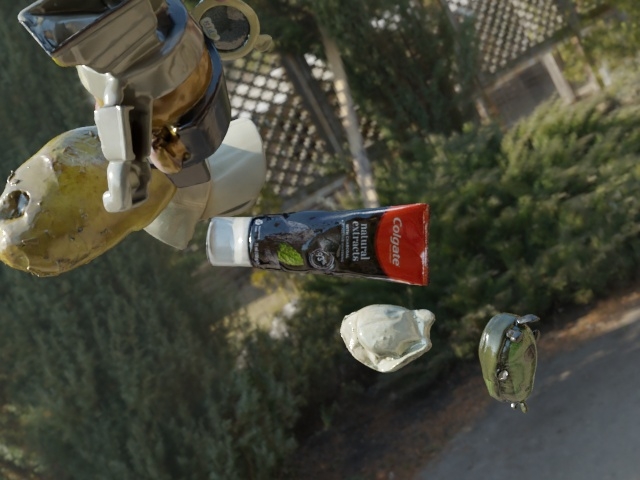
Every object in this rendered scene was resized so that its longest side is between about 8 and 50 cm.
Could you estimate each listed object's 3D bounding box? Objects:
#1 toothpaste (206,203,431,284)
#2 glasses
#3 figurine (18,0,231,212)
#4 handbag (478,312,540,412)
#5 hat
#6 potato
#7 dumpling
[{"bbox_3d":[0.000,0.000,0.766,0.193,0.071,0.045,2,5,8],"label":"toothpaste"},{"bbox_3d":[-0.148,-0.322,1.004,0.088,0.190,0.220,-24,41,-12],"label":"glasses"},{"bbox_3d":[-0.174,-0.169,0.872,0.143,0.308,0.308,12,25,23],"label":"figurine"},{"bbox_3d":[0.187,0.119,0.857,0.047,0.111,0.072,17,41,35],"label":"handbag"},{"bbox_3d":[-0.212,-0.126,1.442,0.226,0.219,0.164,-38,-37,19],"label":"hat"},{"bbox_3d":[-0.328,-0.065,1.223,0.300,0.173,0.140,-41,7,-38],"label":"potato"},{"bbox_3d":[0.132,0.190,1.720,0.199,0.136,0.118,-12,-23,28],"label":"dumpling"}]
